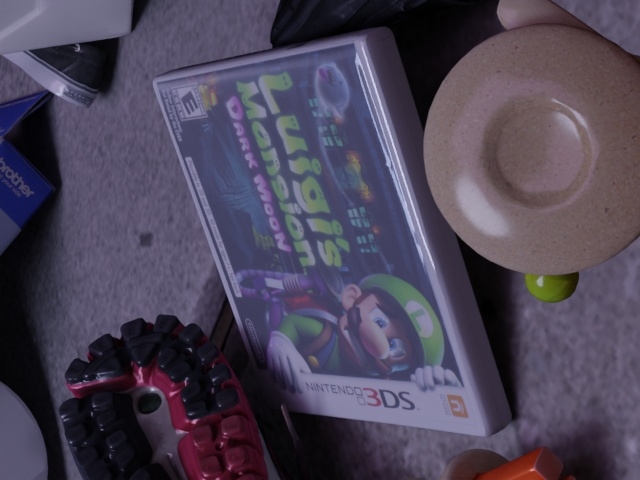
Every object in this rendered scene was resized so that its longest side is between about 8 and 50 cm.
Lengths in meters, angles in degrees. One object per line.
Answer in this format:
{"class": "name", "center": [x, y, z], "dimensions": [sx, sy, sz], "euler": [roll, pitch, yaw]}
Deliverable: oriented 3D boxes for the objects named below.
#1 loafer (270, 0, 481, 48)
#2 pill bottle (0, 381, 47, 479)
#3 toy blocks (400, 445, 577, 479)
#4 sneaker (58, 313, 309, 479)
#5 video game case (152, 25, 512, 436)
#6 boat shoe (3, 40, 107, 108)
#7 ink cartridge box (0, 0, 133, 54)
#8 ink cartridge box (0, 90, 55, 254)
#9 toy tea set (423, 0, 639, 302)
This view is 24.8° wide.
{"class": "loafer", "center": [0.039, -0.126, 0.647], "dimensions": [0.223, 0.078, 0.076], "euler": [-36, 31, 63]}
{"class": "pill bottle", "center": [-0.322, 0.186, 1.063], "dimensions": [0.283, 0.161, 0.161], "euler": [-27, 71, 50]}
{"class": "toy blocks", "center": [0.094, 0.142, 0.612], "dimensions": [0.148, 0.054, 0.123], "euler": [-32, 68, 49]}
{"class": "sneaker", "center": [-0.032, 0.172, 0.733], "dimensions": [0.299, 0.121, 0.112], "euler": [64, 180, 37]}
{"class": "video game case", "center": [0.000, 0.000, 0.700], "dimensions": [0.173, 0.022, 0.190], "euler": [-2, 111, 52]}
{"class": "boat shoe", "center": [-0.182, -0.130, 0.960], "dimensions": [0.142, 0.049, 0.040], "euler": [37, 101, 43]}
{"class": "ink cartridge box", "center": [-0.197, -0.310, 0.845], "dimensions": [0.207, 0.119, 0.353], "euler": [122, 136, -72]}
{"class": "ink cartridge box", "center": [-0.301, 0.031, 1.001], "dimensions": [0.186, 0.065, 0.311], "euler": [-8, 42, 53]}
{"class": "toy tea set", "center": [0.150, -0.076, 0.511], "dimensions": [0.200, 0.124, 0.336], "euler": [16, 104, 20]}
